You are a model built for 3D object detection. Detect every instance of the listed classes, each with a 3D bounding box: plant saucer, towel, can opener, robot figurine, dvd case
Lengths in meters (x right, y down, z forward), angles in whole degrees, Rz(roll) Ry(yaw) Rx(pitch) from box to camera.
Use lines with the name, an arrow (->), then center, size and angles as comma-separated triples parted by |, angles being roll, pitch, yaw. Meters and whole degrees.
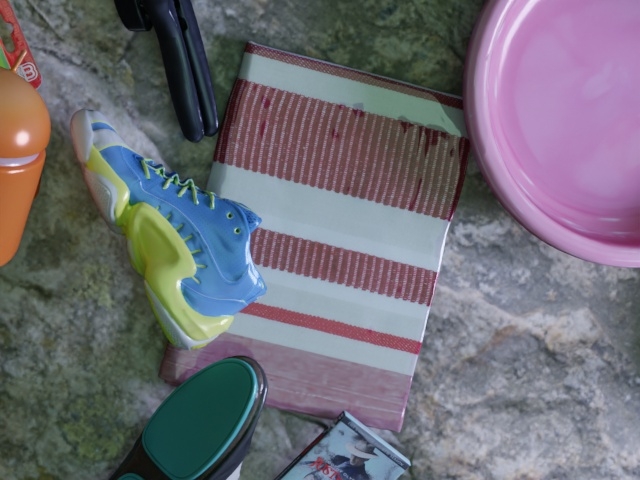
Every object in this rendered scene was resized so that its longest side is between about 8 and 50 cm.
plant saucer -> 0.288, -0.142, 1.678 | 0.332, 0.084, 0.332 | -1, 94, -13
towel -> 0.000, 0.000, 1.666 | 0.237, 0.037, 0.329 | 14, 91, -10
can opener -> -0.130, -0.181, 1.616 | 0.059, 0.073, 0.186 | -34, 108, -46
robot figurine -> -0.307, -0.062, 1.533 | 0.158, 0.128, 0.219 | 8, 118, -26
dvd case -> 0.014, 0.227, 1.680 | 0.087, 0.013, 0.119 | 40, 104, -19

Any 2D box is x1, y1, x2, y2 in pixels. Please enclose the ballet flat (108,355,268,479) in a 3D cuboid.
ballet flat -> -0.138, 0.220, 1.634 | 0.280, 0.096, 0.095 | -47, 59, 6

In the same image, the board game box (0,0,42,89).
board game box -> -0.388, -0.144, 1.573 | 0.259, 0.039, 0.124 | -24, 101, -11

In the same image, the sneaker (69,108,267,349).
sneaker -> -0.129, -0.028, 1.600 | 0.126, 0.091, 0.240 | -27, 94, -6
